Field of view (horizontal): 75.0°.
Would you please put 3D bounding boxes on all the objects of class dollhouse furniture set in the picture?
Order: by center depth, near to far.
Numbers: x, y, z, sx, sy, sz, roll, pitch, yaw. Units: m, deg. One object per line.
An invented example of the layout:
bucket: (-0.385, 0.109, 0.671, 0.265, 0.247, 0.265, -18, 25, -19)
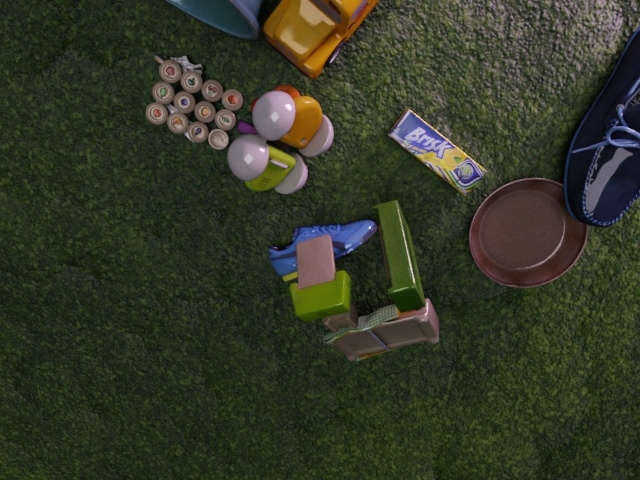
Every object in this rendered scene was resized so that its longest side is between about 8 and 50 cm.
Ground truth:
dollhouse furniture set: (0.089, 0.093, 0.751, 0.197, 0.151, 0.301, -16, 146, 15)

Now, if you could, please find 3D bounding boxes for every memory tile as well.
memory tile: (-0.218, -0.233, 0.727, 0.148, 0.012, 0.113, 20, 101, -18)

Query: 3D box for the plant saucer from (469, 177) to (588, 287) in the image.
plant saucer: (0.362, -0.014, 0.741, 0.198, 0.036, 0.199, 2, 105, 6)

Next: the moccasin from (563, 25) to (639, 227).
moccasin: (0.475, -0.183, 0.623, 0.137, 0.117, 0.342, 11, 102, -6)

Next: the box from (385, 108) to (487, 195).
box: (0.193, -0.150, 0.708, 0.169, 0.059, 0.054, 36, 104, -5)

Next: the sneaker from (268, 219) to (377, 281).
sneaker: (0.000, 0.000, 0.767, 0.209, 0.069, 0.082, -26, 98, 12)

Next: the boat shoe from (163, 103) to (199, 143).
boat shoe: (-0.249, -0.223, 0.749, 0.035, 0.035, 0.100, -41, 100, 5)

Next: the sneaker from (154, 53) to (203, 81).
sneaker: (-0.244, -0.309, 0.728, 0.083, 0.032, 0.037, 23, 101, -11)

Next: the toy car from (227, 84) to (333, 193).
toy car: (-0.081, -0.174, 0.701, 0.136, 0.159, 0.182, 45, 109, 29)

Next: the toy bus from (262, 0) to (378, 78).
toy bus: (0.056, -0.404, 0.598, 0.108, 0.130, 0.333, 39, 91, -5)

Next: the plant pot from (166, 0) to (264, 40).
plant pot: (-0.155, -0.504, 0.525, 0.341, 0.341, 0.334, 29, 98, -3)
